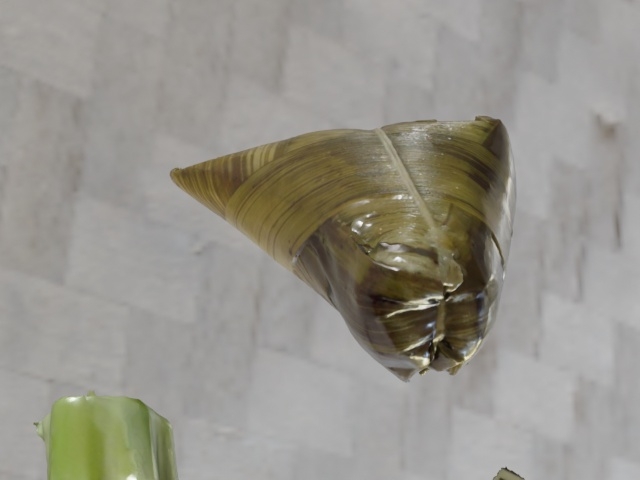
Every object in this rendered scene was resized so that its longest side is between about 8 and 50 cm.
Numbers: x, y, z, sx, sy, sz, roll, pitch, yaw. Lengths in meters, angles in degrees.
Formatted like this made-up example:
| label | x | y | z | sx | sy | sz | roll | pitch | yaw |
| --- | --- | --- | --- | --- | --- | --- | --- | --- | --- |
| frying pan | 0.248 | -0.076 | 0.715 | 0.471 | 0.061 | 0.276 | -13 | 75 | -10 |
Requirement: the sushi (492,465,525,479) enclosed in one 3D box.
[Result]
| label | x | y | z | sx | sy | sz | roll | pitch | yaw |
| --- | --- | --- | --- | --- | --- | --- | --- | --- | --- |
| sushi | 0.198 | 0.302 | 1.628 | 0.201 | 0.031 | 0.139 | 35 | 88 | -2 |

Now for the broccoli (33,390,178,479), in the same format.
| label | x | y | z | sx | sy | sz | roll | pitch | yaw |
| --- | --- | --- | --- | --- | --- | --- | --- | --- | --- |
| broccoli | -0.094 | 0.250 | 1.173 | 0.375 | 0.249 | 0.302 | 7 | 88 | -27 |

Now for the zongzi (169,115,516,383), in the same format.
| label | x | y | z | sx | sy | sz | roll | pitch | yaw |
| --- | --- | --- | --- | --- | --- | --- | --- | --- | --- |
| zongzi | 0.000 | 0.000 | 1.485 | 0.286 | 0.288 | 0.134 | -69 | 161 | -64 |
